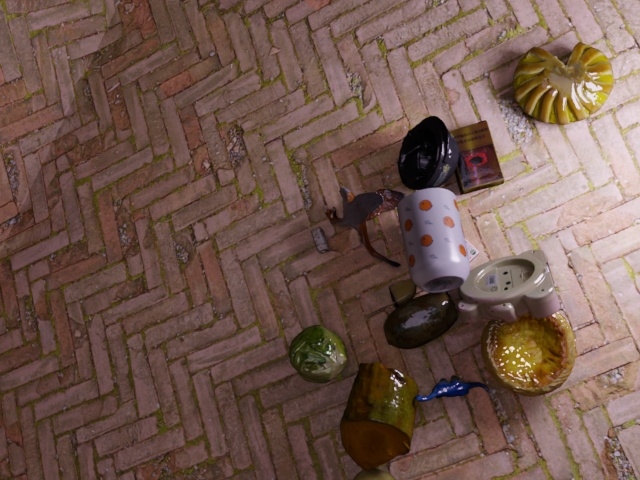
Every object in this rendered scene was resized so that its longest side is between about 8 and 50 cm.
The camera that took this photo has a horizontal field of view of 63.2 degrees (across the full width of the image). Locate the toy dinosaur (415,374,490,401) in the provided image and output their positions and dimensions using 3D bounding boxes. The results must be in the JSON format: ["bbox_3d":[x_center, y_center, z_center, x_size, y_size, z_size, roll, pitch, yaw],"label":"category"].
[{"bbox_3d":[0.448,0.510,1.751,0.247,0.188,0.075,-2,87,13],"label":"toy dinosaur"}]

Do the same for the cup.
[{"bbox_3d":[0.391,0.008,1.798,0.212,0.212,0.318,-11,62,13],"label":"cup"}]

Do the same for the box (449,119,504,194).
[{"bbox_3d":[0.569,-0.306,1.922,0.159,0.071,0.240,-13,76,11],"label":"box"}]

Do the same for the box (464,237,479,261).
[{"bbox_3d":[0.501,0.057,1.888,0.125,0.043,0.089,-44,72,4],"label":"box"}]

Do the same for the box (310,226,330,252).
[{"bbox_3d":[0.000,0.000,2.025,0.044,0.062,0.098,-23,74,9],"label":"box"}]

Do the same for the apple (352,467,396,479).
[{"bbox_3d":[0.181,0.879,1.764,0.199,0.200,0.200,-3,80,15],"label":"apple"}]

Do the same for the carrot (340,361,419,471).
[{"bbox_3d":[0.198,0.582,1.750,0.241,0.242,0.341,8,59,16],"label":"carrot"}]

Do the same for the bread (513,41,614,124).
[{"bbox_3d":[0.858,-0.563,1.840,0.332,0.160,0.333,-2,81,16],"label":"bread"}]

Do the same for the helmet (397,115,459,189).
[{"bbox_3d":[0.413,-0.307,1.892,0.279,0.160,0.231,-56,41,36],"label":"helmet"}]

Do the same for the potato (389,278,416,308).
[{"bbox_3d":[0.311,0.196,1.900,0.103,0.066,0.096,-25,36,15],"label":"potato"}]

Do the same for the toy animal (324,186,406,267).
[{"bbox_3d":[0.167,-0.058,1.984,0.301,0.225,0.285,7,103,29],"label":"toy animal"}]

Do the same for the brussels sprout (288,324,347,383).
[{"bbox_3d":[-0.007,0.417,1.911,0.223,0.161,0.223,0,63,-1],"label":"brussels sprout"}]

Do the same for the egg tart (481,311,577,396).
[{"bbox_3d":[0.690,0.354,1.743,0.318,0.128,0.319,-2,81,13],"label":"egg tart"}]

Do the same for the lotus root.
[{"bbox_3d":[0.350,0.285,1.834,0.274,0.152,0.160,-29,80,10],"label":"lotus root"}]

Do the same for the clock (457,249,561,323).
[{"bbox_3d":[0.614,0.159,1.730,0.309,0.284,0.114,-18,115,24],"label":"clock"}]
